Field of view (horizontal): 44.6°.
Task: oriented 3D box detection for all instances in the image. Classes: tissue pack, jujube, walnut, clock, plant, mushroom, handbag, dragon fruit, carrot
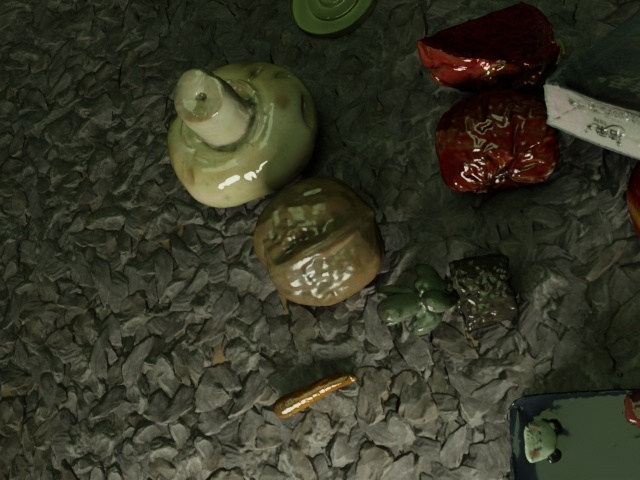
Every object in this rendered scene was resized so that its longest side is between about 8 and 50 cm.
[{"bbox_3d":[0.633,-0.300,1.381,0.394,0.124,0.288,-37,40,-20],"label":"tissue pack"},{"bbox_3d":[0.342,-0.196,1.538,0.232,0.213,0.213,-10,70,10],"label":"jujube"},{"bbox_3d":[0.001,0.003,1.613,0.273,0.227,0.273,-6,75,24],"label":"walnut"},{"bbox_3d":[0.030,-0.601,1.899,0.235,0.029,0.235,-7,71,21],"label":"clock"},{"bbox_3d":[0.244,0.107,1.522,0.274,0.146,0.149,-12,72,20],"label":"plant"},{"bbox_3d":[-0.186,-0.230,1.742,0.353,0.353,0.325,16,112,26],"label":"mushroom"},{"bbox_3d":[0.494,0.412,1.340,0.329,0.122,0.303,-8,71,19],"label":"handbag"},{"bbox_3d":[0.364,-0.347,1.582,0.317,0.152,0.205,-24,46,-27],"label":"dragon fruit"},{"bbox_3d":[-0.012,0.317,1.628,0.191,0.047,0.047,-28,65,7],"label":"carrot"}]

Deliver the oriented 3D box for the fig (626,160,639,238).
[{"bbox_3d":[0.655,-0.063,1.372,0.224,0.224,0.263,7,83,25],"label":"fig"}]
